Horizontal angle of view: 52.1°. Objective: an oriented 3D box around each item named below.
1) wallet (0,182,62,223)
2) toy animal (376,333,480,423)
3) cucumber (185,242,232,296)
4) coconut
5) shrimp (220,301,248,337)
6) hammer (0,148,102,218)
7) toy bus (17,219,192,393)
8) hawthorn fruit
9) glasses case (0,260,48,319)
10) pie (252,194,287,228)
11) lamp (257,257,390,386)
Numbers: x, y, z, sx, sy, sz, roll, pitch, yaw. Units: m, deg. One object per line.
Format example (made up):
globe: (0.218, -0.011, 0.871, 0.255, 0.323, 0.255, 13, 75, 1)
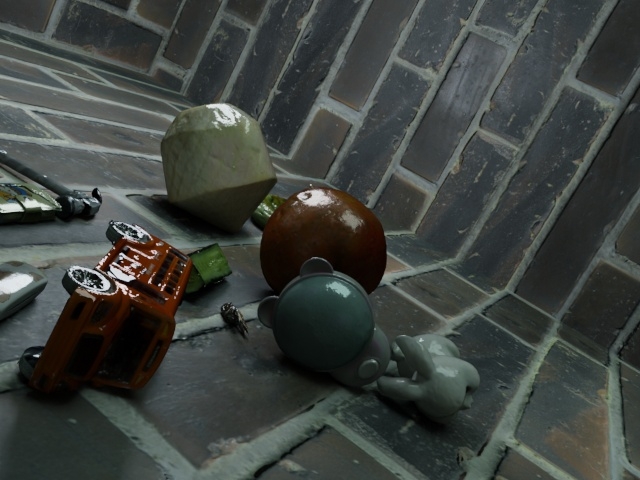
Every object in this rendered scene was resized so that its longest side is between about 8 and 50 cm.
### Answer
wallet: (-0.543, -0.071, 1.152, 0.110, 0.039, 0.155, 30, 14, 14)
toy animal: (0.201, 0.248, 1.236, 0.178, 0.127, 0.193, 32, 13, 5)
cucumber: (-0.232, 0.058, 1.267, 0.078, 0.062, 0.211, 62, 7, -2)
coconut: (-0.255, -0.174, 1.651, 0.329, 0.329, 0.329, 26, 13, -7)
shrimp: (-0.153, 0.134, 1.168, 0.029, 0.038, 0.092, -30, 46, -23)
hammer: (-0.630, -0.160, 1.318, 0.427, 0.044, 0.152, 29, 12, 6)
toy bus: (-0.266, 0.091, 0.875, 0.153, 0.143, 0.329, 28, 11, -10)
hawthorn fruit: (0.000, 0.000, 1.425, 0.277, 0.277, 0.298, 16, 48, -41)
glasses case: (-0.421, 0.066, 0.873, 0.063, 0.041, 0.164, 27, 13, -3)
pie: (-0.084, -0.055, 1.937, 0.277, 0.078, 0.277, 25, 15, -7)
lamp: (0.020, 0.159, 1.139, 0.246, 0.179, 0.108, 46, 14, -11)
